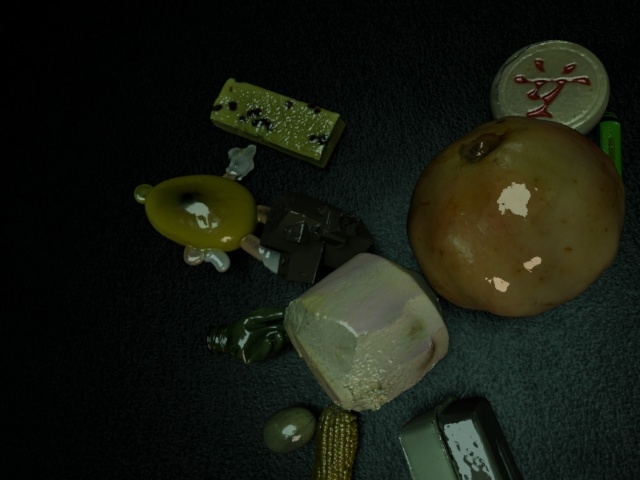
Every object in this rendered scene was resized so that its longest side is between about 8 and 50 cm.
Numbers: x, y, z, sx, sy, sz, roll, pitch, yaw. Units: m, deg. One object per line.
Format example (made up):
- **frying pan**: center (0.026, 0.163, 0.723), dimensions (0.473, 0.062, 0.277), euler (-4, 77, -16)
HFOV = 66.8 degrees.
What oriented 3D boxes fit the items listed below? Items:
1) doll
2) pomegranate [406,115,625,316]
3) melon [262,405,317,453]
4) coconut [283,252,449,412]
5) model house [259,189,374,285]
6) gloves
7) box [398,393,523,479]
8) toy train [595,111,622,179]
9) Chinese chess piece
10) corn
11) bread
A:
- **doll**: center (-0.222, -0.072, 1.234), dimensions (0.348, 0.161, 0.423), euler (-38, 71, -18)
- **pomegranate**: center (0.379, -0.042, 0.966), dimensions (0.412, 0.411, 0.410), euler (-3, 78, 14)
- **melon**: center (-0.070, 0.432, 1.113), dimensions (0.131, 0.098, 0.097), euler (-26, 73, 3)
- **coconut**: center (0.111, 0.177, 1.005), dimensions (0.310, 0.297, 0.297), euler (-33, 72, -14)
- **model house**: center (0.000, 0.000, 1.059), dimensions (0.212, 0.243, 0.204), euler (19, 77, -22)
- **gloves**: center (-0.154, 0.231, 1.173), dimensions (0.268, 0.107, 0.135), euler (-11, 67, 30)
- **box**: center (0.289, 0.460, 0.954), dimensions (0.166, 0.221, 0.290), euler (-27, 73, 22)
- **toy train**: center (0.646, -0.197, 1.087), dimensions (0.044, 0.042, 0.208), euler (2, 79, 14)
- **Chinese chess piece**: center (0.521, -0.331, 1.117), dimensions (0.250, 0.103, 0.249), euler (-3, 78, 16)
- **corn**: center (0.023, 0.519, 1.076), dimensions (0.097, 0.097, 0.319), euler (7, 82, 16)
- **bread**: center (-0.124, -0.319, 1.291), dimensions (0.362, 0.077, 0.138), euler (23, 84, 18)
